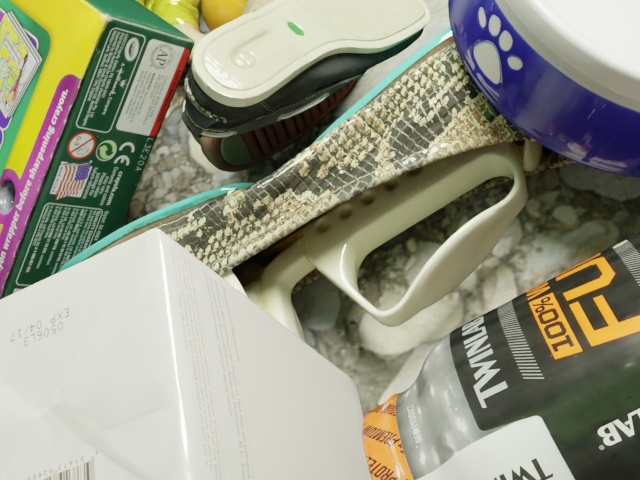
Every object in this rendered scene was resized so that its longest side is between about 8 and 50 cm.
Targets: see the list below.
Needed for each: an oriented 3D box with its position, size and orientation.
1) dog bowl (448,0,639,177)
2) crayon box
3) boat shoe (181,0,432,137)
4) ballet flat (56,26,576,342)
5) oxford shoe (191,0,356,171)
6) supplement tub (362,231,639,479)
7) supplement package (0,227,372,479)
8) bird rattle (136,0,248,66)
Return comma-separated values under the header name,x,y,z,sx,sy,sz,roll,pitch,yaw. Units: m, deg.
name,x,y,z,sx,sy,sz,roll,pitch,yaw
dog bowl,0.229,-0.180,0.684,0.265,0.104,0.265,5,62,-9
crayon box,-0.306,-0.095,0.921,0.313,0.106,0.363,39,112,37
boat shoe,-0.009,-0.147,0.759,0.233,0.079,0.084,-30,70,-32
ballet flat,0.000,0.000,0.772,0.483,0.164,0.182,-30,70,8
oxford shoe,-0.015,-0.236,0.887,0.146,0.140,0.397,28,70,20
supplement tub,0.197,0.102,0.581,0.316,0.193,0.193,-30,55,11
supplement package,-0.090,0.155,0.643,0.177,0.293,0.175,-24,56,16
bird rattle,-0.096,-0.257,0.993,0.207,0.143,0.253,36,72,24
